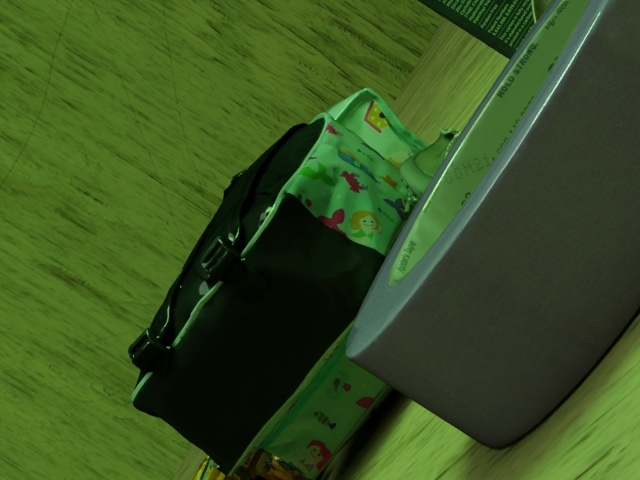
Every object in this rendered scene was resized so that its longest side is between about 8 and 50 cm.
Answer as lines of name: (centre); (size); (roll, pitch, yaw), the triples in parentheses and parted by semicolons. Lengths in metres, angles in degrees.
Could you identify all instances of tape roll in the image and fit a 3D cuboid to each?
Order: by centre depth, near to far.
tape roll: (0.122, -0.033, 1.006); (0.275, 0.090, 0.275); (-57, 4, 6)

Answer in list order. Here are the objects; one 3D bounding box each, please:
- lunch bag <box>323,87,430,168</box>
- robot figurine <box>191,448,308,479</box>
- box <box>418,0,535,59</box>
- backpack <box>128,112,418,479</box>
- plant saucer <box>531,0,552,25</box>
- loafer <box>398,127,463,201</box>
lunch bag: (0.000, 0.000, 1.898); (0.262, 0.160, 0.223); (-52, 4, -5)
robot figurine: (-0.085, 0.229, 1.601); (0.291, 0.085, 0.211); (-54, 6, 50)
box: (0.137, -0.245, 1.730); (0.108, 0.207, 0.153); (-57, 3, 12)
backpack: (-0.014, 0.033, 1.462); (0.225, 0.191, 0.253); (-53, 12, 24)
plant saucer: (0.194, -0.179, 1.245); (0.168, 0.029, 0.168); (-25, 59, 53)
loafer: (0.114, -0.035, 1.275); (0.087, 0.094, 0.251); (-45, 9, 6)
